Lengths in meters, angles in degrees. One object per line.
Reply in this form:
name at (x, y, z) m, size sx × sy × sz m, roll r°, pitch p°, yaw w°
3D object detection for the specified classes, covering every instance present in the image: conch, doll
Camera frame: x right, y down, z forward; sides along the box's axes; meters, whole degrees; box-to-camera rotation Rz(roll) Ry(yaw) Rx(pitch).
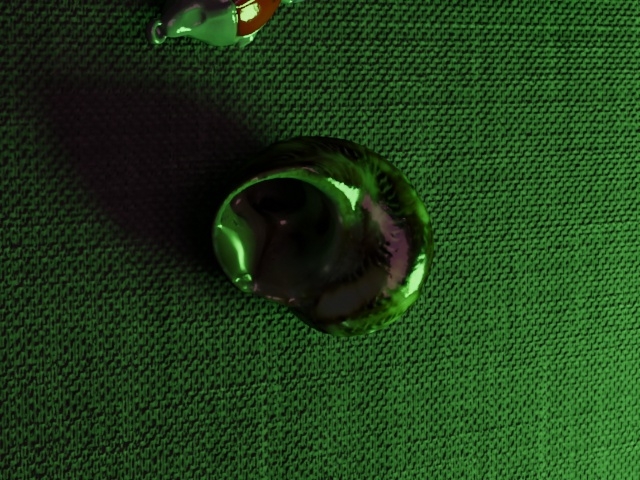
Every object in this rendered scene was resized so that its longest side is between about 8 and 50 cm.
conch at (-0.001, 0.000, 1.418) m, size 0.187 × 0.124 × 0.181 m, roll -11°, pitch 111°, yaw -9°
doll at (-0.063, -0.212, 1.380) m, size 0.227 × 0.075 × 0.102 m, roll -41°, pitch 125°, yaw -36°
